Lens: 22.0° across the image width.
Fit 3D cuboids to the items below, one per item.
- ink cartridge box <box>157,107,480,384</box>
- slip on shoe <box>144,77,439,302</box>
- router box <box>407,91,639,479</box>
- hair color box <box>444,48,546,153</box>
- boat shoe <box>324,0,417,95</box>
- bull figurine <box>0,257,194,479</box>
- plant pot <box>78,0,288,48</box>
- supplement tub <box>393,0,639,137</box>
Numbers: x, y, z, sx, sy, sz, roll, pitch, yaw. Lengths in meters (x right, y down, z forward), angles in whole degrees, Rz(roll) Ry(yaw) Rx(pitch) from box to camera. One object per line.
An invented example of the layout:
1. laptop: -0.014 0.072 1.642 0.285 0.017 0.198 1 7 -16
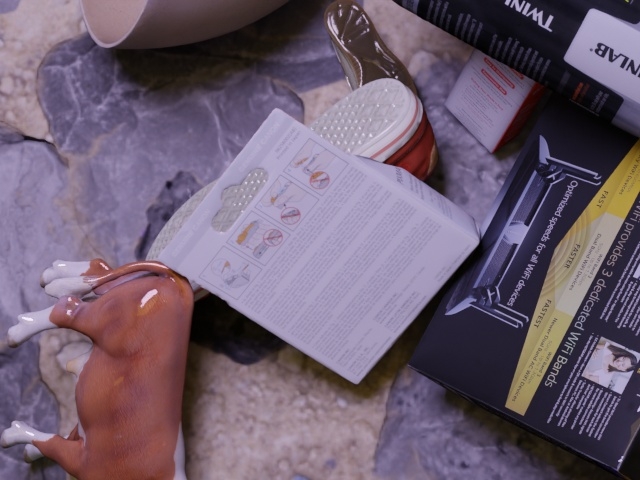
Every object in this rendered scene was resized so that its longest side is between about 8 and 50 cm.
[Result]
1. ink cartridge box: 0.000 0.000 1.500 0.232 0.066 0.189 34 109 -15
2. slip on shoe: -0.029 -0.025 1.566 0.331 0.101 0.123 -34 40 12
3. router box: 0.253 0.032 1.471 0.243 0.081 0.309 25 85 41
4. hair color box: 0.172 -0.151 1.535 0.043 0.141 0.072 -35 75 -30
5. boat shoe: 0.050 -0.163 1.612 0.056 0.048 0.153 -31 84 -6
6. bull figurine: -0.197 0.163 1.541 0.188 0.101 0.310 11 98 16
7. plant pot: -0.099 -0.315 1.566 0.191 0.284 0.284 4 79 -26
8. supplement tub: 0.191 -0.246 1.387 0.338 0.207 0.207 29 86 6
